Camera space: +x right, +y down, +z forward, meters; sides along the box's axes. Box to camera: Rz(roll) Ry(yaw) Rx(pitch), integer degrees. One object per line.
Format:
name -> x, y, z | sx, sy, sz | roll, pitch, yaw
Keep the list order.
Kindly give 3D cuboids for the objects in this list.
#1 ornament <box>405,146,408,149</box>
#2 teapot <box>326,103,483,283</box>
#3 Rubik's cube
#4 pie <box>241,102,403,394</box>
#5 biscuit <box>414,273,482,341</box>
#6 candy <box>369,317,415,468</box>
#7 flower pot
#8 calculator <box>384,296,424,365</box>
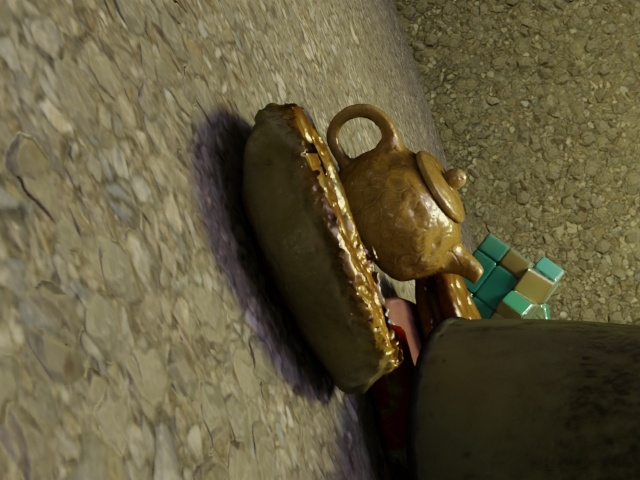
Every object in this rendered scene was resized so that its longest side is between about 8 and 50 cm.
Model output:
ornament -> 0.202, -0.051, 1.793 | 0.202, 0.080, 0.236 | 59, 15, -31
teapot -> 0.128, -0.065, 1.276 | 0.311, 0.167, 0.203 | 58, 18, -1
Rubik's cube -> 0.409, 0.133, 2.001 | 0.213, 0.265, 0.224 | 39, 5, 19
pie -> 0.000, 0.000, 0.918 | 0.315, 0.092, 0.315 | -20, 90, -82
biscuit -> 0.208, 0.130, 1.376 | 0.220, 0.066, 0.220 | 55, 23, -37
candy -> 0.092, 0.182, 1.072 | 0.086, 0.059, 0.292 | 32, 41, -72
flower pot -> 0.301, 0.218, 0.997 | 0.293, 0.330, 0.293 | 23, 63, -56
calculator -> 0.151, 0.190, 1.322 | 0.329, 0.048, 0.220 | 28, 46, -67
